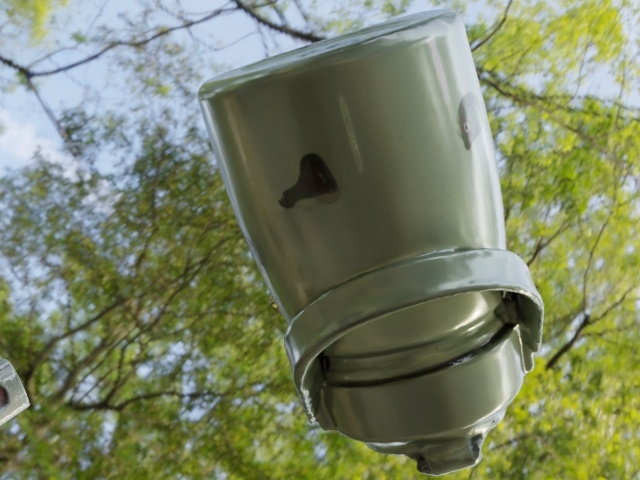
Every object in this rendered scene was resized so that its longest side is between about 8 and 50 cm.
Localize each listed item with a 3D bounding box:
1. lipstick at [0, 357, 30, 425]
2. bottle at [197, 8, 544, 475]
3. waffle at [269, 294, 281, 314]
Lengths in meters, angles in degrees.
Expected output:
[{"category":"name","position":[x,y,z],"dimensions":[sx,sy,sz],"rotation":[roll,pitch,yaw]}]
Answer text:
[{"category":"lipstick","position":[-0.471,0.231,1.309],"dimensions":[0.077,0.253,0.079],"rotation":[-11,-74,39]},{"category":"bottle","position":[0.050,0.018,0.844],"dimensions":[0.229,0.229,0.352],"rotation":[-9,-77,28]},{"category":"waffle","position":[0.000,0.000,1.654],"dimensions":[0.160,0.211,0.055],"rotation":[-25,-46,30]}]
